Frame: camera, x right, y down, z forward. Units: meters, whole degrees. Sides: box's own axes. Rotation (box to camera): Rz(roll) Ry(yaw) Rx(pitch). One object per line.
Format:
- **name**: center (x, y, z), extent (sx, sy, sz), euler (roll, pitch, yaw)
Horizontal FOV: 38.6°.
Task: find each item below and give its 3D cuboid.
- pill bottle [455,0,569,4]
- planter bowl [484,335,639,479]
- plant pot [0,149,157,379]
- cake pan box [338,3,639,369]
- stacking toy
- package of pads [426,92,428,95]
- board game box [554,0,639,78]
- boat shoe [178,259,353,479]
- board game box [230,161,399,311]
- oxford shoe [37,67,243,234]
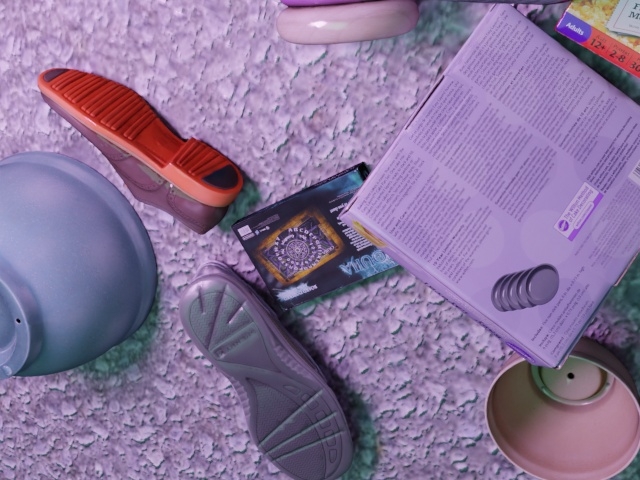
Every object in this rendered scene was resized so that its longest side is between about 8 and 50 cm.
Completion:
- **pill bottle**: center (0.129, -0.272, 0.727), extent (0.160, 0.283, 0.160), euler (11, 107, 38)
- **planter bowl**: center (0.268, 0.167, 0.995), extent (0.162, 0.109, 0.162), euler (9, 116, 17)
- **plant pot**: center (-0.384, 0.056, 1.156), extent (0.293, 0.196, 0.293), euler (9, 117, 18)
- **cake pan box**: center (0.190, -0.056, 0.861), extent (0.245, 0.070, 0.267), euler (36, 83, -5)
- **stacking toy**: center (0.011, -0.356, 0.850), extent (0.141, 0.141, 0.330), euler (1, 109, 21)
- **package of pads**: center (0.131, -0.115, 0.964), extent (0.050, 0.032, 0.083), euler (14, 118, 14)
- **board game box**: center (0.326, -0.241, 0.820), extent (0.147, 0.045, 0.193), euler (31, 121, 6)
- **boat shoe**: center (-0.061, 0.166, 1.145), extent (0.118, 0.103, 0.320), euler (-33, 105, 11)
- **board game box**: center (0.000, 0.000, 1.074), extent (0.186, 0.026, 0.126), euler (-23, 104, 29)
- **oxford shoe**: center (-0.227, -0.103, 1.080), extent (0.271, 0.097, 0.098), euler (36, 127, 3)
